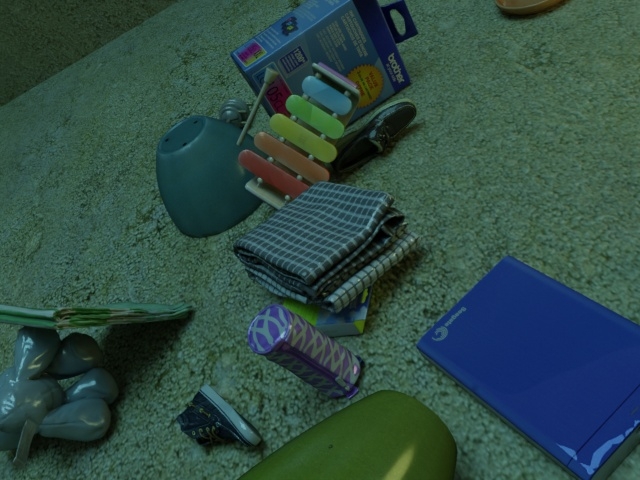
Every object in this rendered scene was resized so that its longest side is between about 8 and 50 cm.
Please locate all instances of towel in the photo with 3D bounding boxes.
[{"bbox_3d":[0.000,0.000,1.196,0.235,0.121,0.284,-37,29,-23],"label":"towel"},{"bbox_3d":[-0.450,0.139,1.299,0.248,0.325,0.038,-1,87,34],"label":"towel"}]

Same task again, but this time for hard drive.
[{"bbox_3d":[0.309,0.160,0.918,0.210,0.040,0.319,-42,39,-10],"label":"hard drive"}]

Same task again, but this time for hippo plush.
[{"bbox_3d":[-0.542,0.330,1.266,0.236,0.234,0.294,-39,24,38],"label":"hippo plush"}]

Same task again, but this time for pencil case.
[{"bbox_3d":[-0.021,0.175,1.016,0.086,0.206,0.088,-42,40,12],"label":"pencil case"}]

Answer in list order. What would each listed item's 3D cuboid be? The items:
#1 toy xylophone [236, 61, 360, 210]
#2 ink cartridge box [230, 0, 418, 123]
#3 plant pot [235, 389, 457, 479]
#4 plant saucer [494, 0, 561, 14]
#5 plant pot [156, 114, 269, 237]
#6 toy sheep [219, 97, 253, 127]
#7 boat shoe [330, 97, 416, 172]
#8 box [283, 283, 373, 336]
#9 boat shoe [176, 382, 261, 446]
[{"bbox_3d":[-0.060,-0.226,1.409,0.081,0.236,0.322,-42,-24,-72],"label":"toy xylophone"},{"bbox_3d":[0.030,-0.422,1.549,0.395,0.270,0.151,-35,40,-1],"label":"ink cartridge box"},{"bbox_3d":[0.032,0.327,0.795,0.275,0.275,0.293,8,39,41],"label":"plant pot"},{"bbox_3d":[0.514,-0.596,1.574,0.200,0.037,0.200,-20,39,17],"label":"plant saucer"},{"bbox_3d":[-0.274,-0.179,1.572,0.290,0.195,0.290,-19,41,17],"label":"plant pot"},{"bbox_3d":[-0.233,-0.344,1.807,0.091,0.091,0.132,-18,23,20],"label":"toy sheep"},{"bbox_3d":[0.117,-0.217,1.432,0.223,0.080,0.073,-33,43,11],"label":"boat shoe"},{"bbox_3d":[0.015,0.117,1.173,0.178,0.042,0.109,-10,44,28],"label":"box"},{"bbox_3d":[-0.169,0.310,1.091,0.083,0.065,0.183,-48,33,-15],"label":"boat shoe"}]
